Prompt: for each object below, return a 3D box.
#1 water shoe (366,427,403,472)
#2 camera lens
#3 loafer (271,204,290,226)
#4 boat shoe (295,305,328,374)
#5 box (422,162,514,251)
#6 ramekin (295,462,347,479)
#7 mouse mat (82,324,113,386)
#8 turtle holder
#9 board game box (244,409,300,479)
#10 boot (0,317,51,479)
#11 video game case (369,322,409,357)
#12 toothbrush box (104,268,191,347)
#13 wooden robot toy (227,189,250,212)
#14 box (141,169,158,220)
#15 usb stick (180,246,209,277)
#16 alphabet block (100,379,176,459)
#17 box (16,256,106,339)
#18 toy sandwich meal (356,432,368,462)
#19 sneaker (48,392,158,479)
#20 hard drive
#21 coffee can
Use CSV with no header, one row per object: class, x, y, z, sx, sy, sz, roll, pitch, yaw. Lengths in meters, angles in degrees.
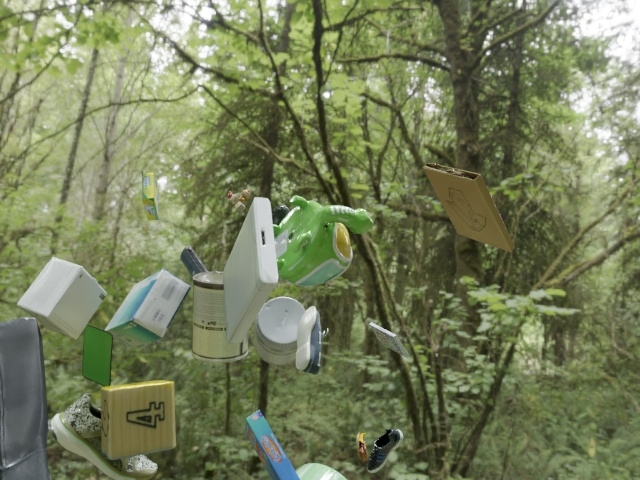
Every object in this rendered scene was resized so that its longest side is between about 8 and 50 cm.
water shoe,0.219,0.769,1.818,0.080,0.203,0.073,29,13,-26
camera lens,-0.163,0.376,2.017,0.219,0.220,0.274,6,-31,-6
loafer,-0.188,-0.036,1.681,0.223,0.078,0.076,-34,2,21
boat shoe,-0.027,0.347,1.719,0.079,0.255,0.095,31,-54,-23
box,0.314,-0.072,1.044,0.201,0.021,0.164,54,-11,-29
ramekin,-0.010,0.859,1.540,0.303,0.304,0.148,0,15,31
mouse mat,-0.753,0.388,1.658,0.152,0.190,0.007,9,6,30
turtle holder,-0.010,-0.004,1.477,0.227,0.320,0.243,29,13,-31
board game box,-0.135,0.581,1.336,0.047,0.210,0.160,-26,-25,-24
boot,-0.781,0.395,1.045,0.366,0.446,0.146,2,-33,-38
video game case,0.194,0.282,1.396,0.087,0.011,0.122,56,-18,-22
toothbrush box,-0.621,0.248,1.756,0.126,0.216,0.295,40,-39,-24
wooden robot toy,-0.306,-0.170,1.887,0.076,0.079,0.173,45,5,-21
box,-0.593,-0.157,1.709,0.043,0.105,0.179,-5,-25,-12
usb stick,-0.459,0.144,1.909,0.045,0.278,0.077,-12,-33,-53
alphabet block,-0.565,0.544,1.517,0.193,0.197,0.192,2,-14,-32
box,-0.799,0.182,1.536,0.118,0.182,0.181,15,-31,15
toy sandwich meal,0.129,0.625,1.490,0.029,0.086,0.085,-7,-11,10
sneaker,-0.696,0.665,1.663,0.410,0.182,0.158,44,-10,-23
hard drive,-0.188,0.088,1.253,0.047,0.233,0.353,4,-34,-22
coffee can,-0.349,0.262,1.726,0.201,0.276,0.201,3,7,0
